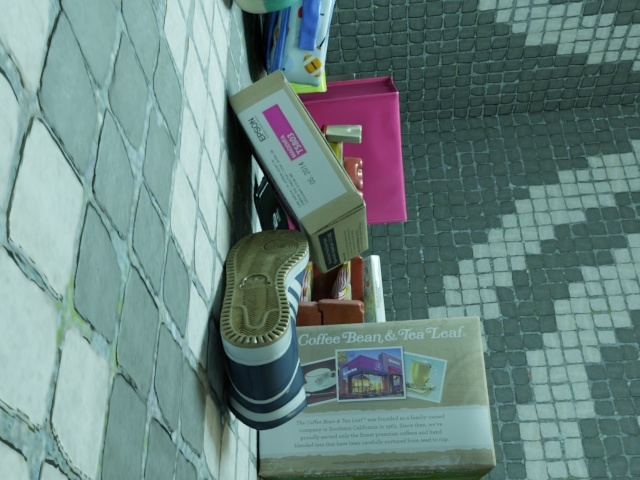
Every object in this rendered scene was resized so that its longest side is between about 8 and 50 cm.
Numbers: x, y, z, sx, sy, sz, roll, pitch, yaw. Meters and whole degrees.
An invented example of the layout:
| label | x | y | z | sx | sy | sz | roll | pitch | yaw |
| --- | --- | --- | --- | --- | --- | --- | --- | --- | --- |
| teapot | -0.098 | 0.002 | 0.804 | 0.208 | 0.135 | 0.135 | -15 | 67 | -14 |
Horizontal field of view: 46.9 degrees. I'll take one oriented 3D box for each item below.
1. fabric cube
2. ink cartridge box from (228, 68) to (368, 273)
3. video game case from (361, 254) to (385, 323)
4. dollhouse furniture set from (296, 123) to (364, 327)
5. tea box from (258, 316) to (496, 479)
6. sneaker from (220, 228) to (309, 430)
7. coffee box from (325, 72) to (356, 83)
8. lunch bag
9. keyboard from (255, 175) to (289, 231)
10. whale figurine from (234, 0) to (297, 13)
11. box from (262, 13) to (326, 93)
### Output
| label | x | y | z | sx | sy | sz | roll | pitch | yaw |
| --- | --- | --- | --- | --- | --- | --- | --- | --- | --- |
| fabric cube | 0.042 | -0.188 | 1.543 | 0.259 | 0.254 | 0.258 | -80 | 164 | -70 |
| ink cartridge box | -0.026 | -0.091 | 1.042 | 0.235 | 0.088 | 0.193 | 60 | -4 | 18 |
| video game case | 0.060 | 0.154 | 1.524 | 0.227 | 0.026 | 0.207 | -25 | -114 | 57 |
| dollhouse furniture set | 0.000 | 0.000 | 1.313 | 0.201 | 0.152 | 0.374 | -84 | 173 | -66 |
| tea box | 0.086 | 0.272 | 1.174 | 0.323 | 0.328 | 0.220 | 73 | 14 | -66 |
| sneaker | -0.062 | 0.103 | 0.895 | 0.282 | 0.099 | 0.153 | -83 | 169 | -63 |
| coffee box | 0.020 | -0.263 | 1.886 | 0.119 | 0.168 | 0.297 | 25 | 60 | -85 |
| lunch bag | -0.030 | -0.420 | 1.243 | 0.243 | 0.114 | 0.304 | -104 | -158 | -68 |
| keyboard | -0.086 | -0.048 | 1.249 | 0.192 | 0.038 | 0.100 | 83 | 28 | -53 |
| whale figurine | -0.067 | -0.449 | 1.055 | 0.216 | 0.141 | 0.272 | 80 | 6 | -50 |
| box | -0.051 | -0.371 | 1.415 | 0.042 | 0.109 | 0.178 | -61 | 147 | -75 |
